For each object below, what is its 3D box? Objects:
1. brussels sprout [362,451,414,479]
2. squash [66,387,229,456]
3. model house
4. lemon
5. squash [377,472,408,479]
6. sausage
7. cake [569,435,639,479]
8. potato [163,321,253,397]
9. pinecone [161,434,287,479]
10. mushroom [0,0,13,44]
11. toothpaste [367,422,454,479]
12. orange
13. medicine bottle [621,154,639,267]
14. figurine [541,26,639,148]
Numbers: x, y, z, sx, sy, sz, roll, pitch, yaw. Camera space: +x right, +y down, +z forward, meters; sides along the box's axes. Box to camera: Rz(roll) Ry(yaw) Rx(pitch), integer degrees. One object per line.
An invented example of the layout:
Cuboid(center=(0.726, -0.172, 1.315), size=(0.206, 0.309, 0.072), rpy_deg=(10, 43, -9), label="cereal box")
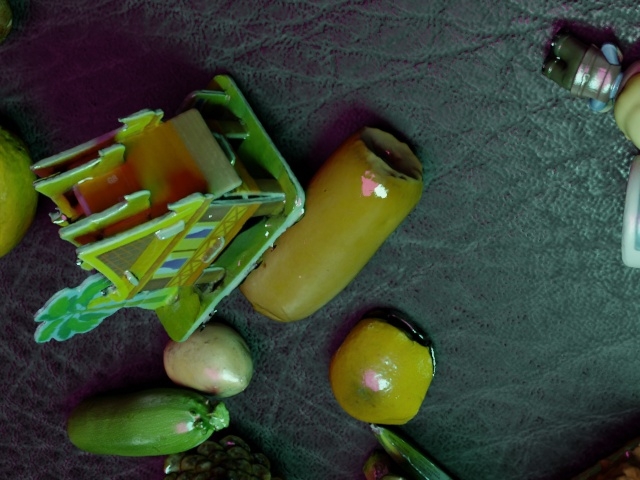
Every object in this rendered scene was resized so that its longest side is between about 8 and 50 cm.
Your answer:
Cuboid(center=(0.101, 0.345, 1.739), size=(0.083, 0.051, 0.046), rpy_deg=(34, 153, 5), label="brussels sprout")
Cuboid(center=(-0.264, 0.270, 1.769), size=(0.378, 0.101, 0.101), rpy_deg=(-11, 110, 45), label="squash")
Cuboid(center=(-0.260, -0.026, 1.529), size=(0.358, 0.312, 0.243), rpy_deg=(-46, 63, 34), label="model house")
Cuboid(center=(-0.497, -0.067, 1.700), size=(0.188, 0.188, 0.257), rpy_deg=(21, 119, 11), label="lemon")
Cuboid(center=(0.125, 0.451, 1.666), size=(0.233, 0.210, 0.309), rpy_deg=(47, 124, 37), label="squash")
Cuboid(center=(-0.001, 0.003, 1.586), size=(0.134, 0.116, 0.354), rpy_deg=(31, 126, -12), label="sausage")
Cuboid(center=(0.381, 0.436, 1.503), size=(0.270, 0.319, 0.269), rpy_deg=(48, 134, 4), label="cake")
Cuboid(center=(-0.162, 0.174, 1.733), size=(0.147, 0.112, 0.112), rpy_deg=(3, 115, 29), label="potato")
Cuboid(center=(-0.142, 0.418, 1.775), size=(0.224, 0.224, 0.273), rpy_deg=(19, 145, 12), label="pinecone")
Cuboid(center=(-0.511, -0.351, 1.600), size=(0.194, 0.138, 0.231), rpy_deg=(-13, 108, 26), label="mushroom")
Cuboid(center=(0.161, 0.343, 1.711), size=(0.248, 0.078, 0.047), rpy_deg=(43, 83, -4), label="toothpaste")
Cuboid(center=(0.078, 0.185, 1.644), size=(0.160, 0.112, 0.170), rpy_deg=(-13, 97, 27), label="orange")
Cuboid(center=(0.471, -0.025, 1.368), size=(0.236, 0.139, 0.139), rpy_deg=(6, 116, 21), label="medicine bottle")
Cuboid(center=(0.352, -0.175, 1.380), size=(0.196, 0.108, 0.114), rpy_deg=(30, 112, 26), label="figurine")
